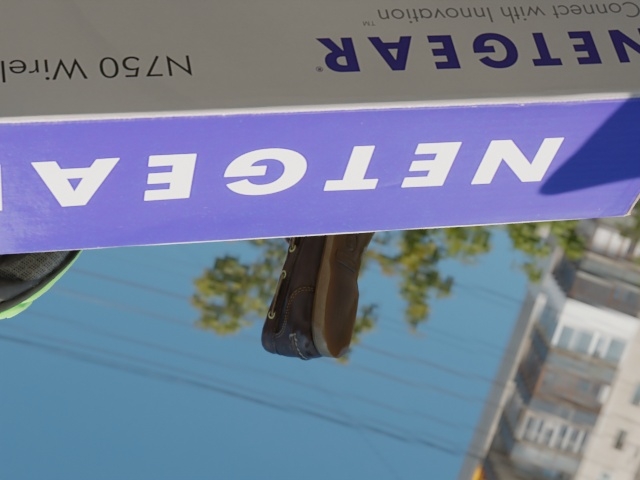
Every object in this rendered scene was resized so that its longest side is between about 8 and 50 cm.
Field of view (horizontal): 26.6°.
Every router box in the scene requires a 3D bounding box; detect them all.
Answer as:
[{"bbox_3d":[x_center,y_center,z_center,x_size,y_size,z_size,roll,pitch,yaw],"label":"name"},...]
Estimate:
[{"bbox_3d":[-0.056,-0.145,0.537,0.335,0.082,0.301,-4,-121,-14],"label":"router box"}]

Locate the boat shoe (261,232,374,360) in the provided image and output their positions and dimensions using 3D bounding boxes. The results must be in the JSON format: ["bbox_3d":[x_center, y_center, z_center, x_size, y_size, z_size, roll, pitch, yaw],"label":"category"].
[{"bbox_3d":[0.000,0.000,1.127,0.073,0.207,0.073,-1,150,32],"label":"boat shoe"}]

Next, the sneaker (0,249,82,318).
[{"bbox_3d":[-0.380,-0.030,1.088,0.483,0.202,0.185,-7,-124,-40],"label":"sneaker"}]
